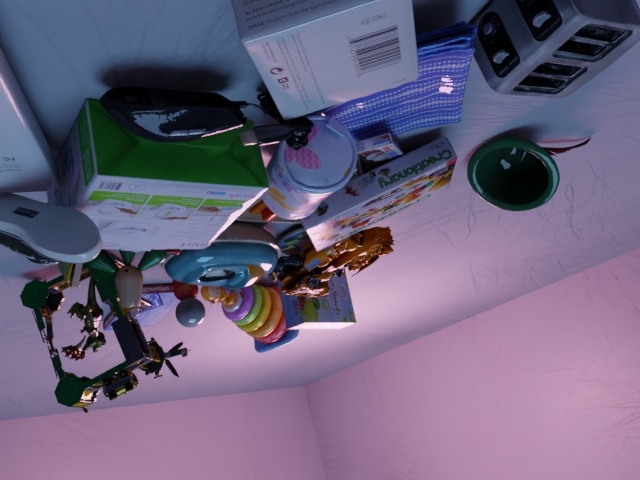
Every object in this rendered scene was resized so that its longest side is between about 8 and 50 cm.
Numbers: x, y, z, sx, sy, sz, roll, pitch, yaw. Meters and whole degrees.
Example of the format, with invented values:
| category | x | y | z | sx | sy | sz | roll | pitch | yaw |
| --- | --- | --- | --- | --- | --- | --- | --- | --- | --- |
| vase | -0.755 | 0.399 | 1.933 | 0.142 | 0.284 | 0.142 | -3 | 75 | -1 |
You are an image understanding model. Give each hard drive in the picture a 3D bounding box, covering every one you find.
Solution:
| category | x | y | z | sx | sy | sz | roll | pitch | yaw |
| --- | --- | --- | --- | --- | --- | --- | --- | --- | --- |
| hard drive | -0.463 | -0.140 | 0.778 | 0.233 | 0.047 | 0.353 | -4 | 162 | -11 |

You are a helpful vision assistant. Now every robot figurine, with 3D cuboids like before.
| category | x | y | z | sx | sy | sz | roll | pitch | yaw |
| --- | --- | --- | --- | --- | --- | --- | --- | --- | --- |
| robot figurine | 0.016 | 0.049 | 1.510 | 0.211 | 0.085 | 0.291 | 10 | 145 | -41 |

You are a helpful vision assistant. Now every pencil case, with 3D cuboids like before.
| category | x | y | z | sx | sy | sz | roll | pitch | yaw |
| --- | --- | --- | --- | --- | --- | --- | --- | --- | --- |
| pencil case | -0.024 | -0.107 | 1.044 | 0.124 | 0.113 | 0.273 | -43 | -177 | -11 |

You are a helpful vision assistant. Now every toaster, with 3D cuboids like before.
| category | x | y | z | sx | sy | sz | roll | pitch | yaw |
| --- | --- | --- | --- | --- | --- | --- | --- | --- | --- |
| toaster | 0.319 | -0.284 | 0.899 | 0.186 | 0.110 | 0.168 | -3 | 158 | -30 |

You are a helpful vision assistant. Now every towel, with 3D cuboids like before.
| category | x | y | z | sx | sy | sz | roll | pitch | yaw |
| --- | --- | --- | --- | --- | --- | --- | --- | --- | --- |
| towel | 0.105 | -0.206 | 0.995 | 0.243 | 0.040 | 0.336 | -15 | 169 | 6 |

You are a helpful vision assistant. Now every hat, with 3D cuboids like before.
| category | x | y | z | sx | sy | sz | roll | pitch | yaw |
| --- | --- | --- | --- | --- | --- | --- | --- | --- | --- |
| hat | 0.422 | -0.177 | 1.394 | 0.208 | 0.183 | 0.173 | 36 | 135 | -9 |

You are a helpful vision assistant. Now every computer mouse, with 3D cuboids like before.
| category | x | y | z | sx | sy | sz | roll | pitch | yaw |
| --- | --- | --- | --- | --- | --- | --- | --- | --- | --- |
| computer mouse | -0.141 | -0.145 | 0.858 | 0.262 | 0.184 | 0.060 | -5 | 119 | -26 |

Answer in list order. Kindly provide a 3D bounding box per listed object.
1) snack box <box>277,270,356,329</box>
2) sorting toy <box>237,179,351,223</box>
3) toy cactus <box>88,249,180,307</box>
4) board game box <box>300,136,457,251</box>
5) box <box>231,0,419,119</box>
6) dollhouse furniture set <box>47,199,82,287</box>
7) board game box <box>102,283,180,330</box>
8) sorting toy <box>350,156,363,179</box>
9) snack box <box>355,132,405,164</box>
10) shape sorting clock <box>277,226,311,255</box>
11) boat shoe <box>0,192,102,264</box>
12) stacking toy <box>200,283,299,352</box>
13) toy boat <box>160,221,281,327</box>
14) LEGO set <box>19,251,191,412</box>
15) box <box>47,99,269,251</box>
| category | x | y | z | sx | sy | sz | roll | pitch | yaw |
| --- | --- | --- | --- | --- | --- | --- | --- | --- | --- |
| snack box | -0.010 | 0.140 | 1.728 | 0.070 | 0.174 | 0.207 | -26 | 159 | 37 |
| sorting toy | -0.050 | -0.074 | 1.303 | 0.348 | 0.047 | 0.196 | 1 | 155 | -37 |
| toy cactus | -0.352 | 0.030 | 1.203 | 0.219 | 0.180 | 0.112 | -3 | 178 | -17 |
| board game box | 0.108 | -0.083 | 1.282 | 0.305 | 0.053 | 0.193 | -26 | 166 | 0 |
| box | 0.007 | -0.250 | 0.755 | 0.182 | 0.119 | 0.181 | -16 | 161 | 6 |
| dollhouse furniture set | -0.431 | 0.003 | 1.114 | 0.059 | 0.076 | 0.151 | 2 | 113 | -44 |
| board game box | -0.456 | 0.174 | 1.726 | 0.145 | 0.027 | 0.281 | -2 | 157 | -35 |
| sorting toy | 0.030 | -0.138 | 1.202 | 0.075 | 0.044 | 0.083 | -10 | 165 | 13 |
| snack box | 0.104 | -0.157 | 1.150 | 0.064 | 0.022 | 0.178 | -15 | 177 | 14 |
| shape sorting clock | 0.000 | 0.000 | 1.552 | 0.206 | 0.040 | 0.206 | -13 | 160 | -5 |
| boat shoe | -0.381 | -0.006 | 0.920 | 0.078 | 0.219 | 0.070 | -47 | 144 | -38 |
| stacking toy | -0.200 | 0.169 | 1.760 | 0.166 | 0.175 | 0.302 | -26 | 144 | 28 |
| toy boat | -0.230 | 0.074 | 1.431 | 0.268 | 0.148 | 0.318 | 1 | 155 | -38 |
| LEGO set | -0.455 | 0.193 | 1.405 | 0.255 | 0.331 | 0.192 | -35 | 162 | -3 |
| box | -0.252 | -0.083 | 1.015 | 0.262 | 0.126 | 0.231 | 0 | 156 | -35 |
